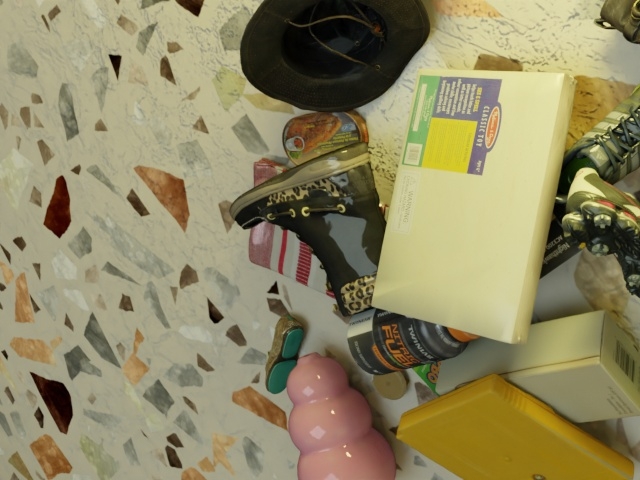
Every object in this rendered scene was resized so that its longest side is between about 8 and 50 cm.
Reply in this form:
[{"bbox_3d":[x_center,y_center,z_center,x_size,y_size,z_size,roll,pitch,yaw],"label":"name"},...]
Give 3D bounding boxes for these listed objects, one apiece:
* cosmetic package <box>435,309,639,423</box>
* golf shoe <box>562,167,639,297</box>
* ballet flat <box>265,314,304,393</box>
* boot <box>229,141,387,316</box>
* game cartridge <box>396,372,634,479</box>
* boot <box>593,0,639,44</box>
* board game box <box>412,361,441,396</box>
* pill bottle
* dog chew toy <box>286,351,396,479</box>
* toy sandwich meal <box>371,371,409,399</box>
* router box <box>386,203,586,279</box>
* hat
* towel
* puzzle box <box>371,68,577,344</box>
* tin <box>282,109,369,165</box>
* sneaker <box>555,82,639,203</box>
[{"bbox_3d":[0.371,0.230,1.487,0.309,0.113,0.160,-20,127,40],"label":"cosmetic package"},{"bbox_3d":[0.463,-0.003,1.266,0.273,0.120,0.105,36,133,-23],"label":"golf shoe"},{"bbox_3d":[-0.084,0.246,1.928,0.067,0.073,0.206,54,135,43],"label":"ballet flat"},{"bbox_3d":[0.000,0.000,1.621,0.377,0.138,0.284,-22,95,46],"label":"boot"},{"bbox_3d":[0.330,0.363,1.544,0.324,0.052,0.285,35,140,-15],"label":"game cartridge"},{"bbox_3d":[0.500,-0.333,1.163,0.263,0.091,0.229,-51,50,35],"label":"boot"},{"bbox_3d":[0.189,0.182,1.699,0.259,0.039,0.124,49,131,13],"label":"board game box"},{"bbox_3d":[0.171,0.152,1.530,0.246,0.130,0.130,-24,94,45],"label":"pill bottle"},{"bbox_3d":[0.028,0.394,1.818,0.207,0.207,0.331,-20,88,41],"label":"dog chew toy"},{"bbox_3d":[0.144,0.288,1.787,0.086,0.029,0.085,12,112,32],"label":"toy sandwich meal"},{"bbox_3d":[0.277,-0.013,1.514,0.243,0.081,0.309,52,131,7],"label":"router box"},{"bbox_3d":[0.014,-0.372,1.495,0.331,0.331,0.134,-41,46,41],"label":"hat"},{"bbox_3d":[-0.015,-0.011,1.747,0.329,0.037,0.237,22,119,34],"label":"towel"},{"bbox_3d":[0.235,-0.065,1.378,0.272,0.052,0.408,13,92,42],"label":"puzzle box"},{"bbox_3d":[0.009,-0.194,1.671,0.190,0.040,0.106,-4,103,39],"label":"tin"},{"bbox_3d":[0.449,-0.144,1.297,0.111,0.121,0.300,48,130,10],"label":"sneaker"}]
